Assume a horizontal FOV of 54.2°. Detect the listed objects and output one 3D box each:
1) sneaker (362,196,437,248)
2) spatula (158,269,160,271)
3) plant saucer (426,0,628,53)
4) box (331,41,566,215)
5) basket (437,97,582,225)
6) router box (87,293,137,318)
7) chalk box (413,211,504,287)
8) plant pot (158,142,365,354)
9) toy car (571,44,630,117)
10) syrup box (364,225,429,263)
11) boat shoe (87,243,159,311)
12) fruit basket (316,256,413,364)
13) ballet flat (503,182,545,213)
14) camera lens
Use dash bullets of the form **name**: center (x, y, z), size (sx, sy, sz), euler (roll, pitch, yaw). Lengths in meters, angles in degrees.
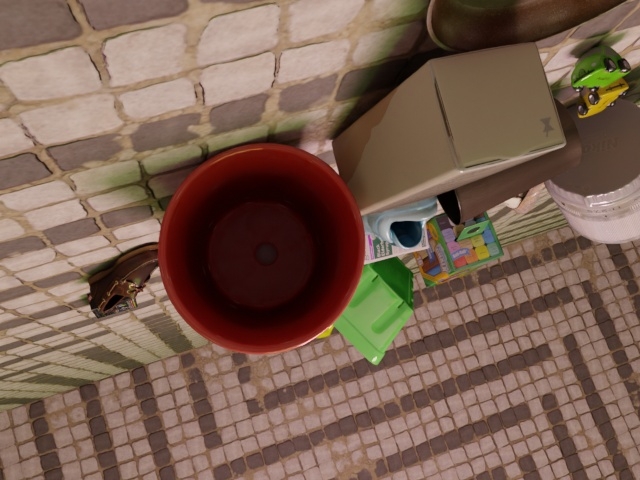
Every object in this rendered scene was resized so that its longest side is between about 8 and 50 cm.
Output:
- **sneaker**: center (0.128, -0.041, 1.226), size (0.135, 0.150, 0.366), euler (-17, 169, -10)
- **spatula**: center (-0.188, 0.007, 1.216), size (0.242, 0.019, 0.168), euler (-24, 178, -3)
- **plant saucer**: center (0.233, -0.270, 0.551), size (0.310, 0.050, 0.310), euler (-19, 168, -4)
- **box**: center (0.139, -0.122, 0.788), size (0.148, 0.121, 0.311), euler (-15, 178, -20)
- **basket**: center (0.309, -0.141, 1.069), size (0.226, 0.154, 0.204), euler (-24, 171, 3)
- **router box**: center (-0.452, 0.132, 1.367), size (0.092, 0.038, 0.122), euler (-15, 169, -17)
- **chalk box**: center (0.419, 0.010, 1.901), size (0.180, 0.179, 0.289), euler (-16, 169, -17)
- **plant pot**: center (-0.083, 0.016, 0.917), size (0.275, 0.275, 0.243), euler (-18, 178, -6)
- **toy car**: center (0.450, -0.263, 0.948), size (0.225, 0.053, 0.239), euler (-10, 165, -39)
- **syrup box**: center (0.146, -0.004, 1.535), size (0.236, 0.093, 0.096), euler (-12, -175, -35)
- **boat shoe**: center (-0.354, 0.072, 1.160), size (0.207, 0.073, 0.073), euler (-29, 164, 37)
- **fruit basket**: center (0.055, 0.180, 1.712), size (0.392, 0.283, 0.392), euler (-44, -174, 6)
- **ballet flat**: center (0.473, -0.143, 1.484), size (0.106, 0.108, 0.316), euler (-13, 159, -7)
- **camera lens**: center (0.563, -0.129, 1.230), size (0.219, 0.219, 0.274), euler (-24, 150, 24)
